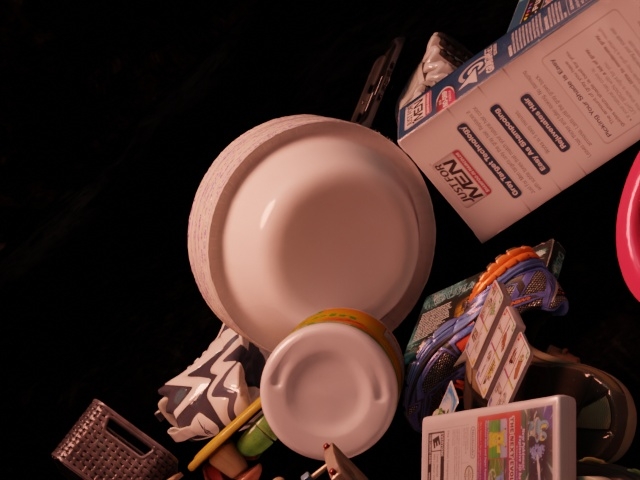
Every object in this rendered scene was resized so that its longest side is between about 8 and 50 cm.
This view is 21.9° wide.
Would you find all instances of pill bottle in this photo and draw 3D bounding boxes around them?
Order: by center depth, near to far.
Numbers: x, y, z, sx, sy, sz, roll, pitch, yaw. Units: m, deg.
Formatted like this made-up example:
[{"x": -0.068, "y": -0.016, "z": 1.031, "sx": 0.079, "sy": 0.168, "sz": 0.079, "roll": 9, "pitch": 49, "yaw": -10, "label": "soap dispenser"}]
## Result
[{"x": 0.018, "y": 0.142, "z": 1.727, "sx": 0.136, "sy": 0.136, "sz": 0.246, "roll": -39, "pitch": -1, "yaw": 6, "label": "pill bottle"}]

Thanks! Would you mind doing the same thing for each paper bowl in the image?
[{"x": 0.000, "y": 0.000, "z": 1.912, "sx": 0.284, "sy": 0.284, "sz": 0.148, "roll": -45, "pitch": 20, "yaw": -9, "label": "paper bowl"}]

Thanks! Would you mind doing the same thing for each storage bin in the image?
[{"x": -0.241, "y": 0.267, "z": 1.954, "sx": 0.084, "sy": 0.122, "sz": 0.180, "roll": -53, "pitch": -5, "yaw": -16, "label": "storage bin"}]

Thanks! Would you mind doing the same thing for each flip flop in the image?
[{"x": 0.213, "y": 0.140, "z": 1.523, "sx": 0.277, "sy": 0.080, "sz": 0.112, "roll": 18, "pitch": 101, "yaw": 62, "label": "flip flop"}]

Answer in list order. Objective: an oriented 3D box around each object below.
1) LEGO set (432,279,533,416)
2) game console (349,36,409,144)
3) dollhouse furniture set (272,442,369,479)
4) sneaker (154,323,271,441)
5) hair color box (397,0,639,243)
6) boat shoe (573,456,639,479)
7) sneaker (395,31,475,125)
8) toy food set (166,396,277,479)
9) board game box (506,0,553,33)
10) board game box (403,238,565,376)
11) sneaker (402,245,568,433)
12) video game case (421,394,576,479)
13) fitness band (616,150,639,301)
[{"x": 0.145, "y": 0.179, "z": 1.498, "sx": 0.182, "sy": 0.060, "sz": 0.244, "roll": -102, "pitch": 32, "yaw": -71, "label": "LEGO set"}, {"x": 0.061, "y": -0.139, "z": 2.288, "sx": 0.213, "sy": 0.044, "sz": 0.361, "roll": -43, "pitch": 22, "yaw": 56, "label": "game console"}, {"x": -0.005, "y": 0.259, "z": 1.605, "sx": 0.129, "sy": 0.129, "sz": 0.183, "roll": -39, "pitch": 20, "yaw": 7, "label": "dollhouse furniture set"}, {"x": -0.141, "y": 0.172, "z": 2.095, "sx": 0.153, "sy": 0.094, "sz": 0.235, "roll": -25, "pitch": 34, "yaw": 18, "label": "sneaker"}, {"x": 0.276, "y": -0.169, "z": 1.919, "sx": 0.347, "sy": 0.174, "sz": 0.105, "roll": -35, "pitch": 20, "yaw": 18, "label": "hair color box"}, {"x": 0.217, "y": 0.220, "z": 1.373, "sx": 0.228, "sy": 0.069, "sz": 0.081, "roll": 176, "pitch": 94, "yaw": -74, "label": "boat shoe"}, {"x": 0.154, "y": -0.175, "z": 2.293, "sx": 0.118, "sy": 0.110, "sz": 0.292, "roll": -47, "pitch": 13, "yaw": 30, "label": "sneaker"}, {"x": -0.080, "y": 0.238, "z": 1.904, "sx": 0.218, "sy": 0.071, "sz": 0.128, "roll": -41, "pitch": -4, "yaw": -5, "label": "toy food set"}, {"x": 0.396, "y": -0.337, "z": 2.164, "sx": 0.336, "sy": 0.079, "sz": 0.254, "roll": -31, "pitch": 22, "yaw": 38, "label": "board game box"}, {"x": 0.177, "y": 0.076, "z": 1.806, "sx": 0.186, "sy": 0.026, "sz": 0.126, "roll": -27, "pitch": 24, "yaw": 36, "label": "board game box"}, {"x": 0.165, "y": 0.111, "z": 1.675, "sx": 0.087, "sy": 0.083, "sz": 0.221, "roll": 41, "pitch": 100, "yaw": 30, "label": "sneaker"}, {"x": 0.144, "y": 0.236, "z": 1.360, "sx": 0.183, "sy": 0.023, "sz": 0.201, "roll": -19, "pitch": 65, "yaw": 55, "label": "video game case"}, {"x": 0.359, "y": -0.025, "z": 1.474, "sx": 0.291, "sy": 0.054, "sz": 0.209, "roll": -167, "pitch": 80, "yaw": -67, "label": "fitness band"}]
